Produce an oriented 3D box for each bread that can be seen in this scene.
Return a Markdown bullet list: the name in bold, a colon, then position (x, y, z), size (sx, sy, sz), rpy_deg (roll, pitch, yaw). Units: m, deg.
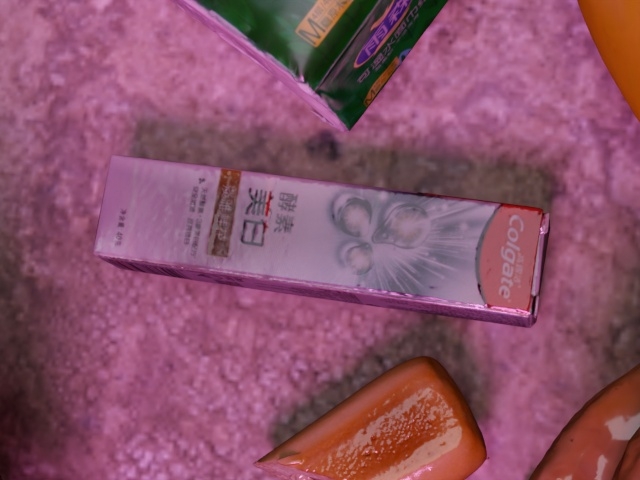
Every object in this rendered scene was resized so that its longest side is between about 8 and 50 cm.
- **bread**: position (0.026, 0.102, 0.696), size (0.103, 0.049, 0.062), rpy_deg (-35, 69, 6)

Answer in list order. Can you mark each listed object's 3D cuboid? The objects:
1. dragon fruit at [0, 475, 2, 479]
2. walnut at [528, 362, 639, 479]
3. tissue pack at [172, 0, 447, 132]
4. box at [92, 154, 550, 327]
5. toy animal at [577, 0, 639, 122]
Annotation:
- **dragon fruit**: position (-0.244, 0.162, 0.649), size (0.227, 0.243, 0.307), rpy_deg (11, 85, 23)
- **walnut**: position (0.190, 0.153, 0.565), size (0.257, 0.224, 0.257), rpy_deg (-1, 80, 4)
- **tissue pack**: position (0.005, -0.186, 0.690), size (0.148, 0.156, 0.209), rpy_deg (38, 92, 17)
- **box**: position (0.000, 0.000, 0.722), size (0.218, 0.039, 0.055), rpy_deg (7, 82, 12)
- **toy animal**: position (0.237, -0.152, 0.595), size (0.247, 0.277, 0.345), rpy_deg (-19, 104, -7)
